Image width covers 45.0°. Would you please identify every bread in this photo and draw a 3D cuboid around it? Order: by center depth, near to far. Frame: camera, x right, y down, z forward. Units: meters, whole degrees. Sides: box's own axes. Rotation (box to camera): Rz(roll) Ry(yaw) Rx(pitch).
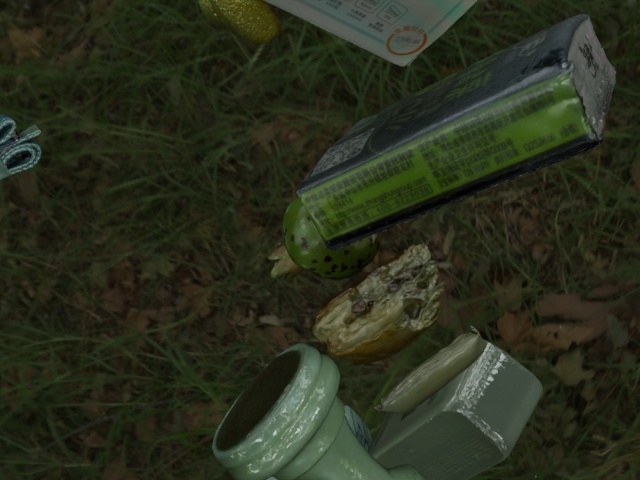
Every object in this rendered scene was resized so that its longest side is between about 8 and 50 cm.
[{"bbox_3d":[-0.152,-0.372,1.233,0.149,0.188,0.065,27,84,30],"label":"bread"},{"bbox_3d":[0.146,0.156,1.712,0.314,0.370,0.191,-32,87,0],"label":"bread"}]

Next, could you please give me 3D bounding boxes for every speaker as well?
[{"bbox_3d":[0.251,0.383,1.570,0.183,0.406,0.184,39,48,1],"label":"speaker"}]

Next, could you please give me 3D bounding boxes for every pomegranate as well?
[{"bbox_3d":[0.017,0.000,1.785,0.231,0.286,0.231,8,62,-15],"label":"pomegranate"}]

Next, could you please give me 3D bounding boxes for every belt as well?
[{"bbox_3d":[-0.548,-0.091,1.126,0.302,0.087,0.072,-33,24,-15],"label":"belt"}]

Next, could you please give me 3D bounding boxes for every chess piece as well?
[{"bbox_3d":[0.027,0.296,1.017,0.299,0.194,0.194,42,87,-12],"label":"chess piece"}]

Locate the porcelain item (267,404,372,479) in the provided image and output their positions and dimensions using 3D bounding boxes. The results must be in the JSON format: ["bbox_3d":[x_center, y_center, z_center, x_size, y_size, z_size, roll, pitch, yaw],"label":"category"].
[{"bbox_3d":[-0.004,0.565,1.923,0.281,0.157,0.286,-28,32,8],"label":"porcelain item"}]

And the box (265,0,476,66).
[{"bbox_3d":[0.021,-0.257,0.678,0.135,0.269,0.079,-38,52,38],"label":"box"}]

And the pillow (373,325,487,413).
[{"bbox_3d":[0.184,0.219,1.267,0.208,0.119,0.053,-39,74,7],"label":"pillow"}]

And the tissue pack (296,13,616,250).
[{"bbox_3d":[0.186,-0.151,1.055,0.394,0.288,0.124,-23,107,32],"label":"tissue pack"}]
